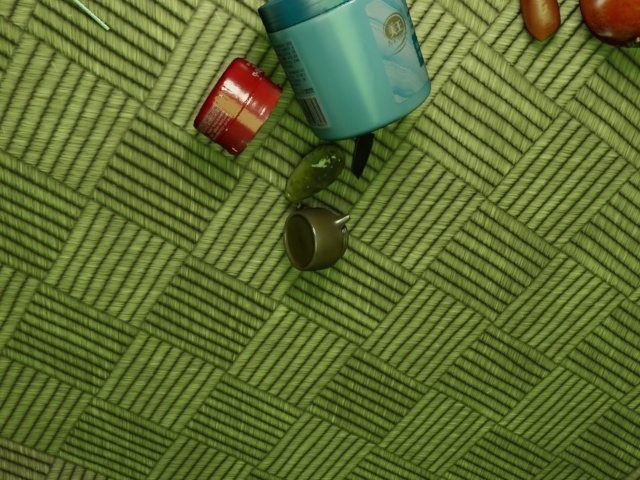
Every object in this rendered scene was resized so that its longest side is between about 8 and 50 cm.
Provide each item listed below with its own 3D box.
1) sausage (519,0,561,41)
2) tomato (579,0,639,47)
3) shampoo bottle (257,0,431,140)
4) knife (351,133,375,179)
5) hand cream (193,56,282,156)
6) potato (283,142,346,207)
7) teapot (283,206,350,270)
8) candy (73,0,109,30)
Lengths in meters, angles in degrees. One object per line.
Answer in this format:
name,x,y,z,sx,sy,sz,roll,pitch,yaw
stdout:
sausage,0.548,-0.664,1.405,0.089,0.083,0.300,-16,113,10
tomato,0.815,-0.626,1.340,0.325,0.293,0.290,-2,101,3
shampoo bottle,0.066,-0.461,1.328,0.331,0.331,0.343,-22,116,6
knife,0.126,-0.283,1.590,0.060,0.028,0.230,0,118,-18
hand cream,-0.216,-0.345,1.423,0.149,0.230,0.230,31,109,-16
potato,-0.021,-0.189,1.584,0.117,0.090,0.225,36,115,-25
teapot,0.000,0.000,1.641,0.175,0.186,0.268,-5,153,-33
candy,-0.645,-0.626,1.351,0.084,0.078,0.287,-41,119,11
